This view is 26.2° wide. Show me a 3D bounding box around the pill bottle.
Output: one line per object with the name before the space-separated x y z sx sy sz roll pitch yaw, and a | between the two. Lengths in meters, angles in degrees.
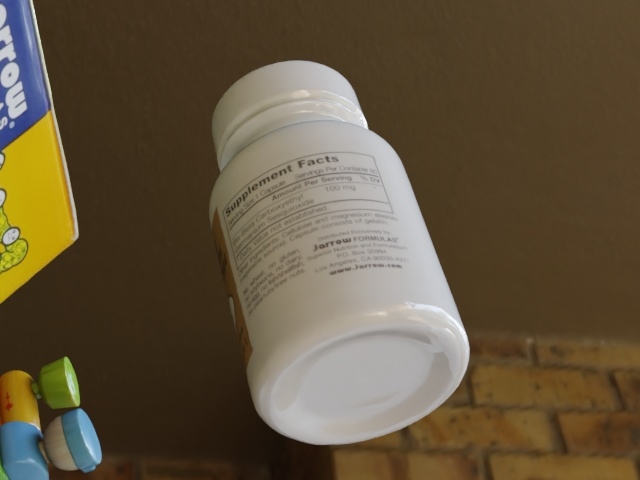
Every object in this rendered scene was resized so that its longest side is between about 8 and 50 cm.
pill bottle | 0.000 0.000 0.861 0.131 0.229 0.131 -10 -40 -8

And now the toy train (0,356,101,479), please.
toy train | -0.287 0.143 1.268 0.143 0.248 0.105 -18 -52 -4

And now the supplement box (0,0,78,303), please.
supplement box | -0.307 -0.005 0.602 0.194 0.356 0.195 26 -40 26
